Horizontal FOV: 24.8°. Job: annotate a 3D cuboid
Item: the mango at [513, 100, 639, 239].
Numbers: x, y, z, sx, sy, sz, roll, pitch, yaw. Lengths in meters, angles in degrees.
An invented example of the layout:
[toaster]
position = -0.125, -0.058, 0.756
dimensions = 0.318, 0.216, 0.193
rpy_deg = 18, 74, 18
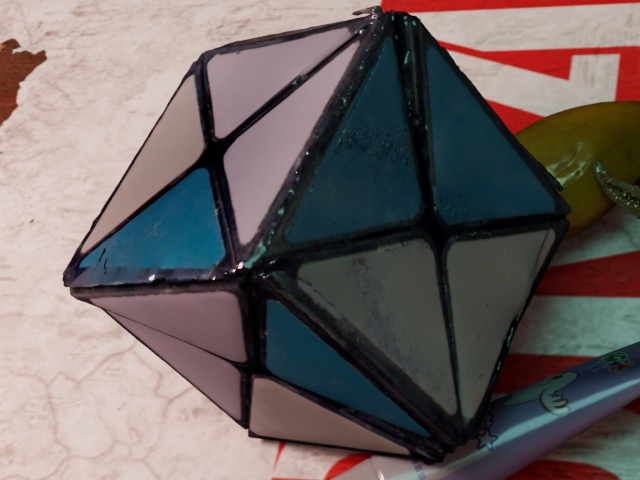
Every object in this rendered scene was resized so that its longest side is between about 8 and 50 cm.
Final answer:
[mango]
position = 0.259, -0.072, 1.489
dimensions = 0.227, 0.109, 0.147
rpy_deg = -24, 29, 2

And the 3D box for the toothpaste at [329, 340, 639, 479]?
[toothpaste]
position = 0.182, 0.177, 1.349
dimensions = 0.371, 0.125, 0.080
rpy_deg = -26, 96, -1

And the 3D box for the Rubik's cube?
[Rubik's cube]
position = 0.000, 0.000, 1.344
dimensions = 0.310, 0.305, 0.307
rpy_deg = -1, 51, 48

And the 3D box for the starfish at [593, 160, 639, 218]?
[starfish]
position = 0.378, -0.035, 1.423
dimensions = 0.213, 0.057, 0.238
rpy_deg = -7, 80, -6
